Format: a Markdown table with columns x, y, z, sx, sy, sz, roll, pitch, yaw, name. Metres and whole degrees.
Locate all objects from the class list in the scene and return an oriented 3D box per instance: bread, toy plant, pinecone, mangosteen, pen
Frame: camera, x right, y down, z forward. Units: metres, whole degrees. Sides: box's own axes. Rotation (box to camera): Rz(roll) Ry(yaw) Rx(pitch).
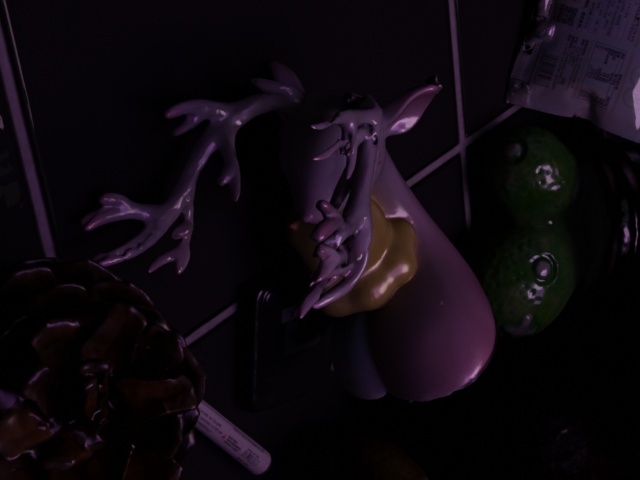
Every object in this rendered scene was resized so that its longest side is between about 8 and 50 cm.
| x | y | z | sx | sy | sz | roll | pitch | yaw | name |
| --- | --- | --- | --- | --- | --- | --- | --- | --- | --- |
| 0.368 | 0.153 | 1.798 | 0.134 | 0.085 | 0.173 | -33 | 127 | -45 | bread |
| 0.240 | -0.008 | 1.520 | 0.235 | 0.175 | 0.218 | -3 | 101 | -23 | toy plant |
| -0.162 | 0.104 | 1.001 | 0.184 | 0.205 | 0.179 | 27 | 78 | -37 | pinecone |
| 0.176 | 0.286 | 1.423 | 0.435 | 0.382 | 0.382 | -7 | 114 | -12 | mangosteen |
| -0.098 | 0.145 | 1.249 | 0.025 | 0.025 | 0.204 | -61 | 141 | -15 | pen |

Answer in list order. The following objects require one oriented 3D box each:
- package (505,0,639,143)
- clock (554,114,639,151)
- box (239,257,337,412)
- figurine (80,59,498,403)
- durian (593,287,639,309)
| x | y | z | sx | sy | sz | roll | pitch | yaw | name |
| --- | --- | --- | --- | --- | --- | --- | --- | --- | --- |
| 0.286 | -0.192 | 1.494 | 0.027 | 0.173 | 0.171 | -65 | 173 | -81 | package |
| 0.357 | -0.227 | 1.647 | 0.325 | 0.067 | 0.325 | -24 | 122 | -46 | clock |
| -0.021 | 0.081 | 1.318 | 0.126 | 0.027 | 0.125 | -21 | 120 | -46 | box |
| 0.013 | -0.004 | 1.173 | 0.315 | 0.206 | 0.284 | 59 | 44 | -30 | figurine |
| 0.364 | 0.018 | 1.705 | 0.182 | 0.132 | 0.165 | -46 | 148 | -48 | durian |
